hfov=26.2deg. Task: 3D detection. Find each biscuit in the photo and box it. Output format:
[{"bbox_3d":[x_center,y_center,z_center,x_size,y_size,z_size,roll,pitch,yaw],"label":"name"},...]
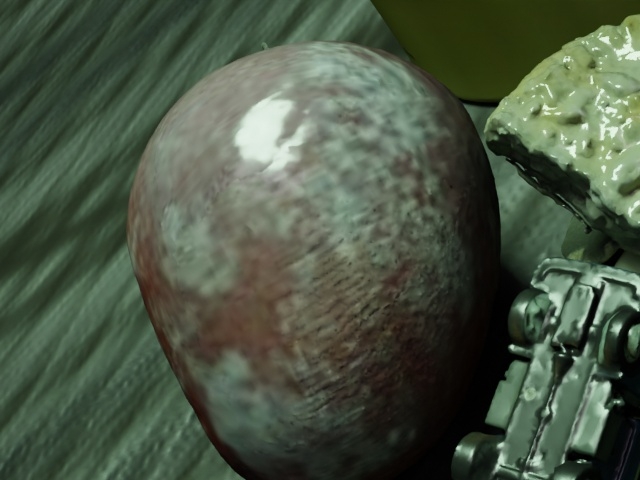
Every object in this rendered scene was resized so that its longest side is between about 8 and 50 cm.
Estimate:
[{"bbox_3d":[0.242,-0.034,0.698,0.281,0.084,0.179,36,71,25],"label":"biscuit"}]

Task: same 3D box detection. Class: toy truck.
[{"bbox_3d":[0.119,0.115,0.671,0.074,0.088,0.201,11,75,42],"label":"toy truck"}]

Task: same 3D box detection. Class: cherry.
[{"bbox_3d":[0.000,0.000,0.773,0.213,0.236,0.285,-20,62,19],"label":"cherry"}]

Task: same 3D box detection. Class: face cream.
[{"bbox_3d":[0.120,-0.231,0.937,0.218,0.179,0.218,-20,44,21],"label":"face cream"}]

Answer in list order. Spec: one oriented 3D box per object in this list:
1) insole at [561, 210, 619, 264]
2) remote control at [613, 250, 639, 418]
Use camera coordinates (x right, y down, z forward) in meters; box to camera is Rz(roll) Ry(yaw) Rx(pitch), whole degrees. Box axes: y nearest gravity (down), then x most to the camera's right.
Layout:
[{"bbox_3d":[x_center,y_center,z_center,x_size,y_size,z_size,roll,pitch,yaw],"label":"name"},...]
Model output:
[{"bbox_3d":[0.215,-0.078,0.836,0.248,0.011,0.081,-55,15,-22],"label":"insole"},{"bbox_3d":[0.214,0.001,0.762,0.078,0.042,0.221,21,68,45],"label":"remote control"}]
